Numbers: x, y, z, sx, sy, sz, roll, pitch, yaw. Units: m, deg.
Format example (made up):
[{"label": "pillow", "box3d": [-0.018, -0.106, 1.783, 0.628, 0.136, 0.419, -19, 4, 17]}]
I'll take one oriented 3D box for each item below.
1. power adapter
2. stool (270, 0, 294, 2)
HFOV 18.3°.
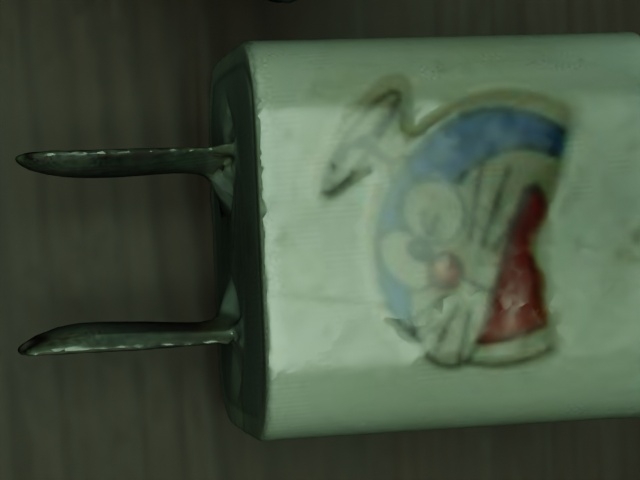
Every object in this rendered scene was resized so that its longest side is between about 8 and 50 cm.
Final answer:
[{"label": "power adapter", "box3d": [0.000, 0.000, 0.663, 0.205, 0.125, 0.130, -4, 90, -10]}, {"label": "stool", "box3d": [0.026, -0.270, 0.599, 0.330, 0.297, 0.297, -43, 96, -2]}]
